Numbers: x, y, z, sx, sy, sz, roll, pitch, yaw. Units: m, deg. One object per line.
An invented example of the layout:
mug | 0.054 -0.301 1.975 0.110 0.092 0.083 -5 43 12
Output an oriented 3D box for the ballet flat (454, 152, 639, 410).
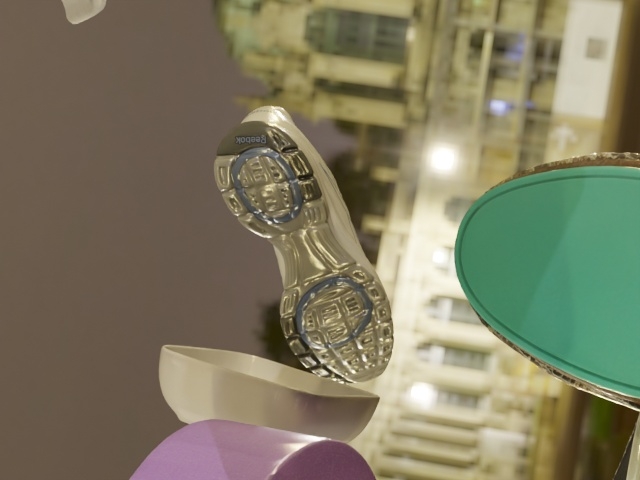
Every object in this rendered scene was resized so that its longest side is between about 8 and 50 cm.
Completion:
ballet flat | 0.305 0.033 1.051 0.182 0.482 0.164 3 -89 -43

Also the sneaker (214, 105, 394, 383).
sneaker | 0.000 0.000 1.697 0.129 0.111 0.297 -73 -35 -63

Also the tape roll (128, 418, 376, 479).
tape roll | -0.051 0.255 1.123 0.275 0.090 0.275 -28 -58 -59

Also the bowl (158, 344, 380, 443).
bowl | -0.041 0.120 1.317 0.142 0.142 0.053 9 -85 -63

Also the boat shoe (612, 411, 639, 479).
boat shoe | 0.222 0.224 1.174 0.302 0.114 0.091 -64 -15 -10

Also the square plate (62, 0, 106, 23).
square plate | -0.030 -0.258 0.811 0.344 0.049 0.347 -58 11 -1
